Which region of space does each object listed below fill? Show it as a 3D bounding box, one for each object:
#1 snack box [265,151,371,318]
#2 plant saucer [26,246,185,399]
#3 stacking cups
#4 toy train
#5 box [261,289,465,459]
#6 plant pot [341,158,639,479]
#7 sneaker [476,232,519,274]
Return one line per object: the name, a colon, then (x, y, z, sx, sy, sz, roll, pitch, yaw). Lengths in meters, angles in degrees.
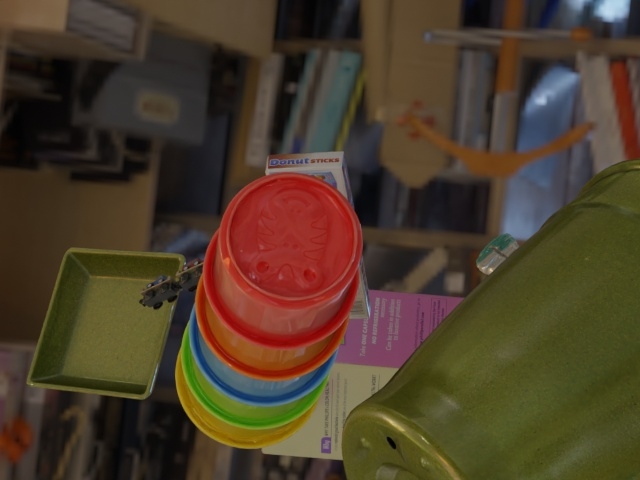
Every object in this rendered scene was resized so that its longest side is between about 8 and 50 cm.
snack box: (0.000, 0.000, 1.235, 0.064, 0.022, 0.178, -2, 134, 10)
plant saucer: (-0.258, 0.107, 1.832, 0.188, 0.188, 0.045, 3, 159, 29)
stacking cups: (-0.028, 0.035, 0.782, 0.096, 0.096, 0.316, 6, 160, -4)
toy train: (-0.142, 0.037, 1.652, 0.158, 0.036, 0.027, -25, 130, 25)
box: (0.050, 0.168, 1.805, 0.243, 0.117, 0.213, 4, 140, 3)
plant pot: (0.223, 0.166, 1.285, 0.353, 0.366, 0.366, -29, -167, -25)
sneaker: (0.229, 0.051, 1.574, 0.076, 0.065, 0.166, 40, -168, -24)
